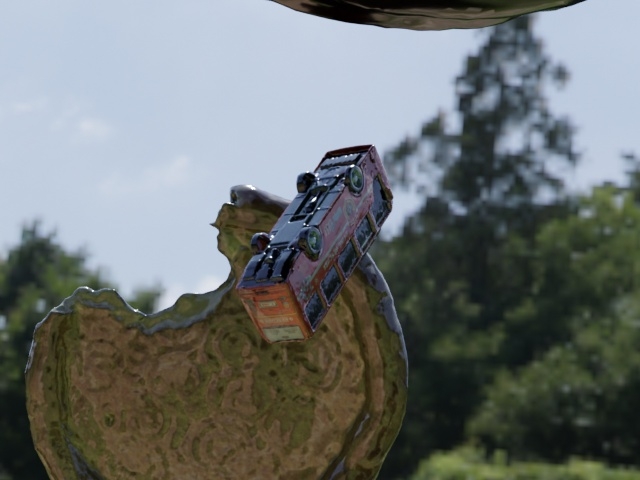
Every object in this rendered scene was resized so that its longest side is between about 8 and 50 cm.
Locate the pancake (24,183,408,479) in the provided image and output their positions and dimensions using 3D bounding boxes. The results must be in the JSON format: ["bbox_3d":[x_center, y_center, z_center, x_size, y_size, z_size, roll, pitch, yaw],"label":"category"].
[{"bbox_3d":[-0.078,0.100,1.256,0.288,0.286,0.033,10,9,10],"label":"pancake"}]

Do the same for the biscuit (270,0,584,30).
[{"bbox_3d":[0.000,-0.258,0.806,0.407,0.407,0.091,10,-37,-21],"label":"biscuit"}]

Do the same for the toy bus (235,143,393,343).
[{"bbox_3d":[0.000,0.000,0.774,0.031,0.110,0.043,-8,-59,33],"label":"toy bus"}]
